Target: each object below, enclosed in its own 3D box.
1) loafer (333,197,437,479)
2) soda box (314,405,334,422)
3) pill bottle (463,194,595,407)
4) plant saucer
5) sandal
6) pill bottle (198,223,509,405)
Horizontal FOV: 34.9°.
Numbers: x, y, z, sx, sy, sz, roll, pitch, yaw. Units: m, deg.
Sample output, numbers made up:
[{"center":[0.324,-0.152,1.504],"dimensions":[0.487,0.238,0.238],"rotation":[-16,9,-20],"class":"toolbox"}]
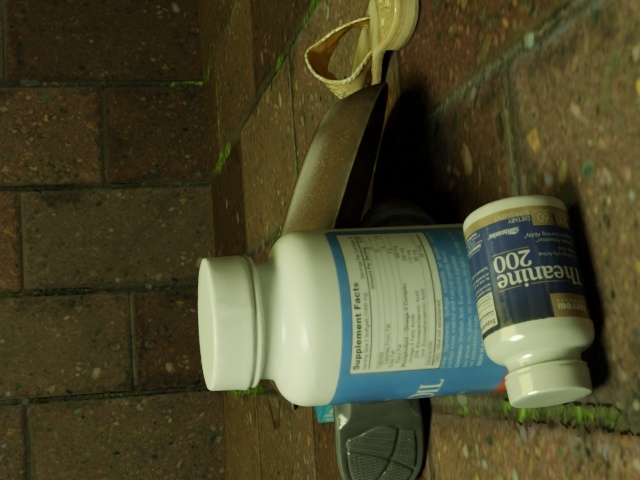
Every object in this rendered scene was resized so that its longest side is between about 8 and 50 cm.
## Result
[{"center":[0.048,0.090,0.913],"dimensions":[0.095,0.109,0.302],"rotation":[-106,15,-60],"class":"loafer"},{"center":[0.014,0.097,1.120],"dimensions":[0.210,0.071,0.067],"rotation":[-107,19,-46],"class":"soda box"},{"center":[0.129,0.038,0.622],"dimensions":[0.067,0.067,0.120],"rotation":[117,148,-65],"class":"pill bottle"},{"center":[0.000,0.000,0.938],"dimensions":[0.310,0.050,0.310],"rotation":[16,-90,-86],"class":"plant saucer"},{"center":[0.025,-0.189,1.005],"dimensions":[0.240,0.079,0.088],"rotation":[123,143,-68],"class":"sandal"},{"center":[0.029,0.052,0.714],"dimensions":[0.124,0.222,0.124],"rotation":[178,90,-78],"class":"pill bottle"}]
